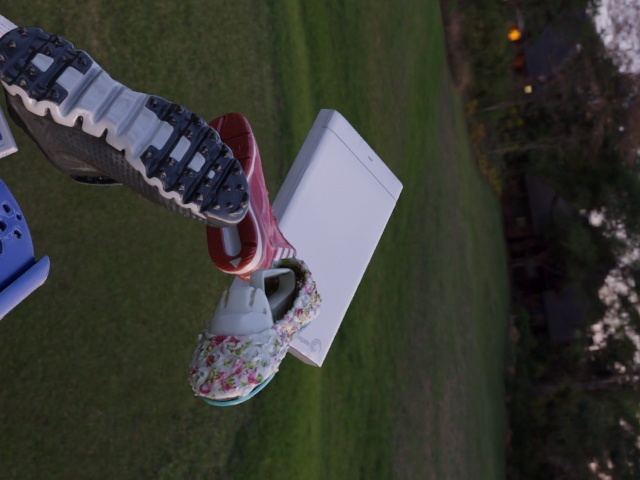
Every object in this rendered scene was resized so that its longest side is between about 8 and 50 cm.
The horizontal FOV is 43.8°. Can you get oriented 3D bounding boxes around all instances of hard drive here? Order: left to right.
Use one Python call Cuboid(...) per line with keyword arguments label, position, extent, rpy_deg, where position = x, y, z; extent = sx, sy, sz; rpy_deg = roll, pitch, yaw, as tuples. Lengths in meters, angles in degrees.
Cuboid(label="hard drive", position=(0.000, 0.000, 1.289), extent=(0.233, 0.047, 0.353), rpy_deg=(42, 68, -44))

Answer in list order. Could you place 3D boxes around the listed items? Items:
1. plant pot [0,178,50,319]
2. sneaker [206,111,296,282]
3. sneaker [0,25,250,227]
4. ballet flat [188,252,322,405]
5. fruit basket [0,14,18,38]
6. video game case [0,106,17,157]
Cuboid(label="plant pot", position=(-0.658, 0.055, 1.456), extent=(0.212, 0.236, 0.236), rpy_deg=(57, 27, -15))
Cuboid(label="sneaker", position=(-0.092, -0.040, 0.981), extent=(0.128, 0.087, 0.221), rpy_deg=(49, 32, -58))
Cuboid(label="sneaker", position=(-0.167, -0.080, 0.672), extent=(0.078, 0.234, 0.106), rpy_deg=(-62, -171, -31))
Cuboid(label="ballet flat", position=(-0.062, 0.071, 0.741), extent=(0.241, 0.091, 0.077), rpy_deg=(-47, 133, -71))
Cuboid(label="fruit basket", position=(-0.727, -0.306, 1.329), extent=(0.327, 0.353, 0.165), rpy_deg=(34, 7, -20))
Cuboid(label="video game case", position=(-0.317, -0.088, 0.643), extent=(0.011, 0.122, 0.087), rpy_deg=(87, -20, -84))
